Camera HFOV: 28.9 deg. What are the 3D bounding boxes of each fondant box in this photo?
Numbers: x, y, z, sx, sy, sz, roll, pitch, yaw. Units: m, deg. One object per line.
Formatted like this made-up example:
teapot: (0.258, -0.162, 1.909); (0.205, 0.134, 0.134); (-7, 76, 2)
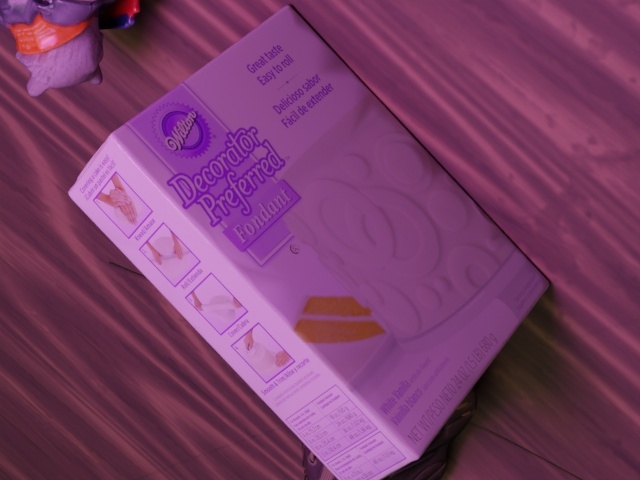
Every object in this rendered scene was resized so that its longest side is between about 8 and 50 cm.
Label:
fondant box: (0.000, 0.000, 1.005); (0.330, 0.238, 0.096); (46, 139, -1)

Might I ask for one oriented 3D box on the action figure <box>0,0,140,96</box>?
action figure: (-0.279, -0.280, 1.063); (0.341, 0.178, 0.330); (-7, 108, 39)

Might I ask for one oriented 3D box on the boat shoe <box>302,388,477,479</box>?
boat shoe: (0.049, 0.190, 1.224); (0.130, 0.132, 0.355); (58, 148, 25)
